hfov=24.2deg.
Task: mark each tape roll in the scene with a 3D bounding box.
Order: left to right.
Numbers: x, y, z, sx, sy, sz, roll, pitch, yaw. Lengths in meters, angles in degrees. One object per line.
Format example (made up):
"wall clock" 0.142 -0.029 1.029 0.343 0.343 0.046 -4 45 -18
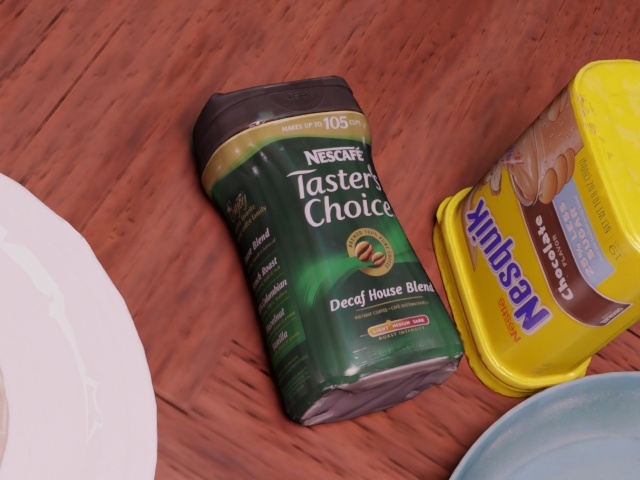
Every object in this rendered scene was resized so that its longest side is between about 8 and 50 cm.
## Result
"tape roll" -0.220 0.091 0.649 0.286 0.100 0.286 10 61 -18

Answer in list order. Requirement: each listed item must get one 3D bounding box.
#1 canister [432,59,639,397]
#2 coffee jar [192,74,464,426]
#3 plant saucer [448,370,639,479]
"canister" 0.135 -0.004 0.801 0.073 0.170 0.126 -4 65 -24
"coffee jar" 0.000 0.000 0.799 0.096 0.079 0.184 -12 68 -27
"plant saucer" 0.188 0.224 0.779 0.318 0.043 0.317 10 60 -17
